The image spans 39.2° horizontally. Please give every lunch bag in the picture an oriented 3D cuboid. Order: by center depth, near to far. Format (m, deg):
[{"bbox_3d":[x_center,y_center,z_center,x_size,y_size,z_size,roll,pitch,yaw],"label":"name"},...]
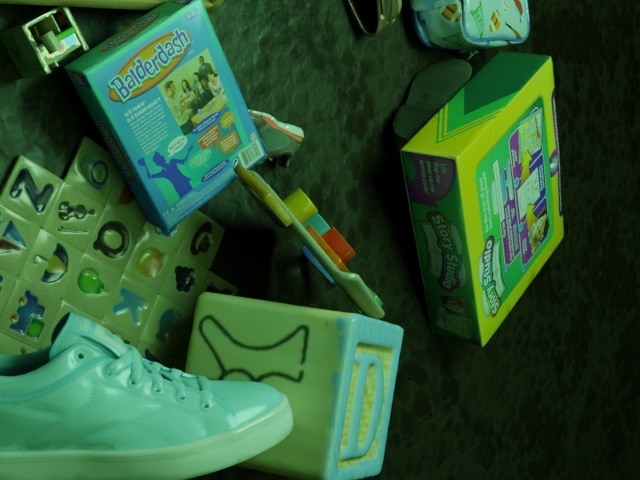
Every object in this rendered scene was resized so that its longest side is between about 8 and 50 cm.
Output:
[{"bbox_3d":[0.236,-0.441,1.422,0.243,0.115,0.303,-15,103,-48],"label":"lunch bag"}]

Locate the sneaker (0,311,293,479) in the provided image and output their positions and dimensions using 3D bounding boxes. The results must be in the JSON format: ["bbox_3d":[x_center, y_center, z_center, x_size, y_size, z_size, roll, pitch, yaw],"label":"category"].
[{"bbox_3d":[-0.201,0.145,0.869,0.366,0.135,0.150,-1,100,-19],"label":"sneaker"}]

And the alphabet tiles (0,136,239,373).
[{"bbox_3d":[-0.236,0.063,1.011,0.342,0.011,0.285,36,66,-42],"label":"alphabet tiles"}]

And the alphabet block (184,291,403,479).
[{"bbox_3d":[-0.033,0.172,1.063,0.193,0.197,0.192,29,70,-65],"label":"alphabet block"}]

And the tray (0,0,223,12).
[{"bbox_3d":[-0.204,-0.318,0.853,0.411,0.203,0.076,-15,67,-52],"label":"tray"}]

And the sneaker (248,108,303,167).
[{"bbox_3d":[-0.082,-0.127,1.133,0.158,0.061,0.064,14,90,-45],"label":"sneaker"}]

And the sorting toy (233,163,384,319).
[{"bbox_3d":[0.000,0.000,1.076,0.047,0.196,0.347,-44,156,-3],"label":"sorting toy"}]

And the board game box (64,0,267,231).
[{"bbox_3d":[-0.163,-0.140,0.995,0.160,0.047,0.210,-40,129,-24],"label":"board game box"}]

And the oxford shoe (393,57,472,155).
[{"bbox_3d":[0.172,-0.208,1.410,0.212,0.076,0.076,-53,154,-29],"label":"oxford shoe"}]

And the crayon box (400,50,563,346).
[{"bbox_3d":[0.271,-0.067,1.439,0.313,0.106,0.363,-44,135,-35],"label":"crayon box"}]

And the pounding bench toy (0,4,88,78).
[{"bbox_3d":[-0.269,-0.204,0.905,0.065,0.083,0.052,-43,122,-36],"label":"pounding bench toy"}]

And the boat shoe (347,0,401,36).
[{"bbox_3d":[0.055,-0.386,1.255,0.073,0.073,0.207,-51,126,-35],"label":"boat shoe"}]
